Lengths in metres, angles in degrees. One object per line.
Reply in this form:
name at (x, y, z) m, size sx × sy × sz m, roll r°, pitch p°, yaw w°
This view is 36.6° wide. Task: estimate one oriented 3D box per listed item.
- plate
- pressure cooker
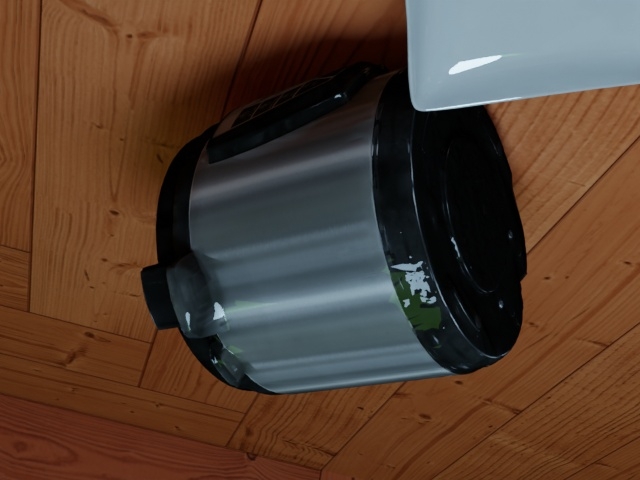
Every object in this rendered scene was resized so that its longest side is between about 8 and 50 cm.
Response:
plate at (0.211, -0.258, 0.902) m, size 0.278 × 0.045 × 0.277 m, roll -7°, pitch 132°, yaw 4°
pressure cooker at (0.001, 0.006, 1.183) m, size 0.421 × 0.375 × 0.370 m, roll -12°, pitch 145°, yaw 30°
